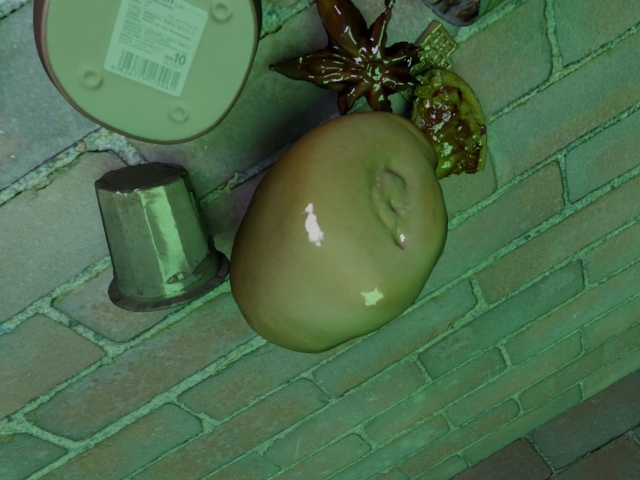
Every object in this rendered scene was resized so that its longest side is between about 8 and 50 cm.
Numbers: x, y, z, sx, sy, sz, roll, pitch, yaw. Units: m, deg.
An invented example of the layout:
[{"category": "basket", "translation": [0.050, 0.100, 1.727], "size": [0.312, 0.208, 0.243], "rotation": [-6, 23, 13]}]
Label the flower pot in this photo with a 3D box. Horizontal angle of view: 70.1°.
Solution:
[{"category": "flower pot", "translation": [-0.271, -0.019, 0.776], "size": [0.213, 0.212, 0.202], "rotation": [-10, 117, -15]}]

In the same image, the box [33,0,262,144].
[{"category": "box", "translation": [-0.216, -0.274, 0.587], "size": [0.301, 0.216, 0.300], "rotation": [-10, 129, -13]}]

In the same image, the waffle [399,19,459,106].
[{"category": "waffle", "translation": [0.194, -0.321, 0.841], "size": [0.092, 0.021, 0.135], "rotation": [30, 111, -34]}]

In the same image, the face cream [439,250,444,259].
[{"category": "face cream", "translation": [0.195, -0.042, 1.011], "size": [0.077, 0.077, 0.250], "rotation": [-36, 130, 6]}]

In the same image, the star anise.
[{"category": "star anise", "translation": [0.057, -0.261, 0.759], "size": [0.238, 0.148, 0.346], "rotation": [-13, 135, 16]}]

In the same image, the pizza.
[{"category": "pizza", "translation": [0.238, -0.186, 0.887], "size": [0.229, 0.081, 0.289], "rotation": [-46, 136, -2]}]

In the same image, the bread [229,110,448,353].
[{"category": "bread", "translation": [0.000, 0.000, 0.738], "size": [0.253, 0.347, 0.376], "rotation": [17, 153, -15]}]

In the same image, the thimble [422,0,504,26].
[{"category": "thimble", "translation": [0.195, -0.436, 0.598], "size": [0.150, 0.270, 0.271], "rotation": [-35, 130, 7]}]
